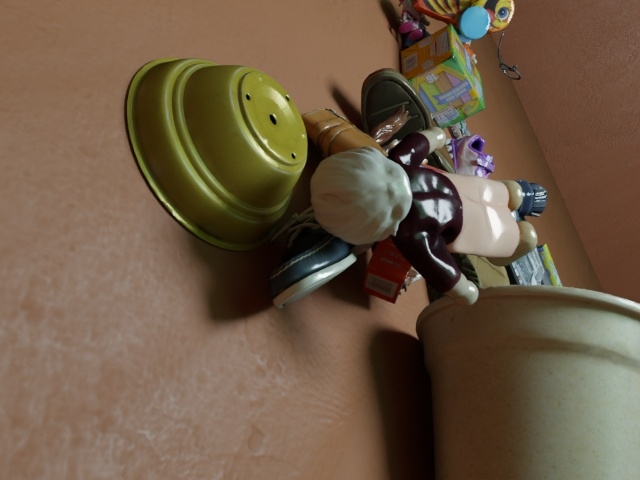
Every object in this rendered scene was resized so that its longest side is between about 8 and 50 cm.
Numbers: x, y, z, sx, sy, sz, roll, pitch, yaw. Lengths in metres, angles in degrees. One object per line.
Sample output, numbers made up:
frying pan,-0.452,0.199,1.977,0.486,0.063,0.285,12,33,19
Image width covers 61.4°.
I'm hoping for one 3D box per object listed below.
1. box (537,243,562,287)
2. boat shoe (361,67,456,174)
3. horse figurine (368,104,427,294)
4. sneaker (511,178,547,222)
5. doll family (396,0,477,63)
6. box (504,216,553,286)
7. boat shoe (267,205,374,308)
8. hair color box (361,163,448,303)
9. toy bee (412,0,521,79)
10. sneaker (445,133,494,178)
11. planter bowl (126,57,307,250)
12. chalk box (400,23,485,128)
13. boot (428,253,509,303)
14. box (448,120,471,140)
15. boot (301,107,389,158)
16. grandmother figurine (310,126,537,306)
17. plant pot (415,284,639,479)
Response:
box,0.557,0.110,1.386,0.043,0.105,0.179,-23,91,-52
boat shoe,0.154,-0.192,0.961,0.307,0.110,0.105,51,29,-43
horse figurine,0.118,-0.068,0.837,0.174,0.066,0.264,-25,101,-44
sneaker,0.456,-0.081,1.238,0.226,0.163,0.086,-94,-169,-64
doll family,0.264,-0.494,1.338,0.262,0.118,0.163,29,51,-22
box,0.474,0.113,1.264,0.242,0.076,0.308,-22,90,-54
boat shoe,0.000,0.000,0.589,0.079,0.095,0.254,61,26,-3
hair color box,0.112,-0.010,0.717,0.093,0.053,0.167,91,22,-65
toy bee,0.369,-0.528,1.242,0.298,0.162,0.195,26,11,-31
sneaker,0.344,-0.146,1.218,0.095,0.104,0.237,29,49,-48
planter bowl,-0.077,-0.106,0.546,0.217,0.090,0.217,35,43,-41
chalk box,0.293,-0.353,1.243,0.213,0.132,0.133,41,40,-37
boot,0.293,0.083,1.008,0.269,0.089,0.236,30,47,-48
box,0.367,-0.287,1.419,0.137,0.027,0.094,61,32,-12
boot,0.031,-0.113,0.693,0.152,0.073,0.197,42,12,5
grandmother figurine,0.125,-0.028,0.594,0.342,0.104,0.208,7,56,-45
plant pot,0.269,0.265,0.669,0.334,0.333,0.306,40,51,-38
